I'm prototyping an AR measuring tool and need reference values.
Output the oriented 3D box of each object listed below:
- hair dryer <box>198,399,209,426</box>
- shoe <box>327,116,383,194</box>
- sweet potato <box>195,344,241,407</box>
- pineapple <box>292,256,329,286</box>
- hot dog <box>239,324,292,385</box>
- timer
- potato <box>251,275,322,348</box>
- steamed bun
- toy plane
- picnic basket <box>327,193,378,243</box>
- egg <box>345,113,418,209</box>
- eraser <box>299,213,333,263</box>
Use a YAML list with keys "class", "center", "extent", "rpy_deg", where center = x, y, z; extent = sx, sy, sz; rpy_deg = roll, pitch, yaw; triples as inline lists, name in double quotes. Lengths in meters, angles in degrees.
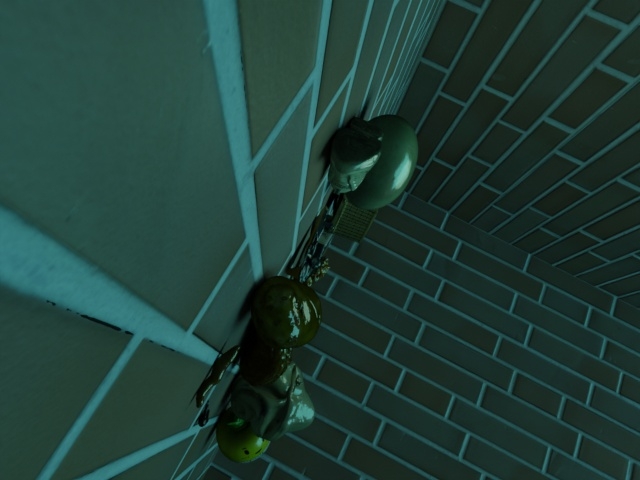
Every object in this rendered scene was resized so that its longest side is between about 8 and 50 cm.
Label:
- class: "hair dryer"
  center: [-0.357, 0.533, 1.317]
  extent: [0.079, 0.031, 0.083]
  rpy_deg: [-100, -151, -79]
- class: "shoe"
  center: [0.088, -0.217, 1.217]
  extent: [0.342, 0.132, 0.210]
  rpy_deg: [-63, 176, -60]
- class: "sweet potato"
  center: [-0.266, 0.343, 1.078]
  extent: [0.179, 0.044, 0.044]
  rpy_deg: [-54, 173, -19]
- class: "pineapple"
  center: [-0.049, 0.149, 1.913]
  extent: [0.221, 0.047, 0.221]
  rpy_deg: [-32, -163, 11]
- class: "hot dog"
  center: [-0.165, 0.352, 1.469]
  extent: [0.267, 0.174, 0.387]
  rpy_deg: [-61, 176, -55]
- class: "timer"
  center: [-0.367, 0.873, 1.959]
  extent: [0.285, 0.285, 0.285]
  rpy_deg: [-62, 176, -7]
- class: "potato"
  center: [-0.088, 0.205, 1.218]
  extent: [0.176, 0.195, 0.369]
  rpy_deg: [-58, 162, 4]
- class: "steamed bun"
  center: [-0.235, 0.664, 1.771]
  extent: [0.343, 0.367, 0.255]
  rpy_deg: [-21, 174, 32]
- class: "toy plane"
  center: [-0.019, 0.019, 1.631]
  extent: [0.316, 0.103, 0.204]
  rpy_deg: [-62, 175, -7]
- class: "picnic basket"
  center: [0.157, -0.178, 1.905]
  extent: [0.228, 0.175, 0.312]
  rpy_deg: [114, -4, -45]
- class: "egg"
  center: [0.206, -0.272, 1.489]
  extent: [0.258, 0.259, 0.352]
  rpy_deg: [-57, 168, -56]
- class: "eraser"
  center: [0.000, 0.000, 1.911]
  extent: [0.124, 0.081, 0.279]
  rpy_deg: [-64, 176, 37]
